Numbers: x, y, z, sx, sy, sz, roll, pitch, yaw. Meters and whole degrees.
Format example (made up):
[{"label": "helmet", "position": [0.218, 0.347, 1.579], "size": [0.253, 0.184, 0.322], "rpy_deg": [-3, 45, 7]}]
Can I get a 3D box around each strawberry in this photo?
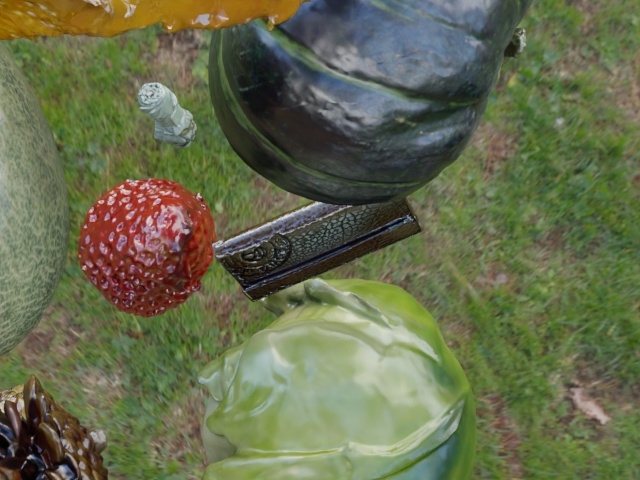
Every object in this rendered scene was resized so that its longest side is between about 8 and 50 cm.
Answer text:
[{"label": "strawberry", "position": [-0.224, 0.003, 1.320], "size": [0.205, 0.244, 0.205], "rpy_deg": [4, 80, -23]}]

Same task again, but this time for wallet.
[{"label": "wallet", "position": [0.000, 0.000, 1.202], "size": [0.243, 0.133, 0.039], "rpy_deg": [-22, 54, 7]}]

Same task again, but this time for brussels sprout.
[{"label": "brussels sprout", "position": [0.040, 0.266, 1.378], "size": [0.361, 0.342, 0.425], "rpy_deg": [7, 87, 27]}]

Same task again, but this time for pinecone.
[{"label": "pinecone", "position": [-0.358, 0.299, 1.094], "size": [0.264, 0.264, 0.264], "rpy_deg": [2, 76, -6]}]

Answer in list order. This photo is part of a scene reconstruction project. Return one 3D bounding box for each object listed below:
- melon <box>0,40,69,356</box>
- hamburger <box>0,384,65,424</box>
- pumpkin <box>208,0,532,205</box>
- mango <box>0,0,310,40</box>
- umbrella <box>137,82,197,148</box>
[{"label": "melon", "position": [-0.313, -0.052, 0.684], "size": [0.248, 0.248, 0.329], "rpy_deg": [-17, 97, -10]}, {"label": "hamburger", "position": [-0.499, 0.357, 1.603], "size": [0.107, 0.231, 0.231], "rpy_deg": [-8, 74, 27]}, {"label": "pumpkin", "position": [0.037, -0.187, 0.802], "size": [0.241, 0.323, 0.323], "rpy_deg": [26, 74, -11]}, {"label": "mango", "position": [-0.144, -0.172, 0.384], "size": [0.350, 0.201, 0.199], "rpy_deg": [6, 54, -28]}, {"label": "umbrella", "position": [-0.228, -0.182, 1.447], "size": [0.067, 0.143, 0.062], "rpy_deg": [-21, 61, 2]}]
